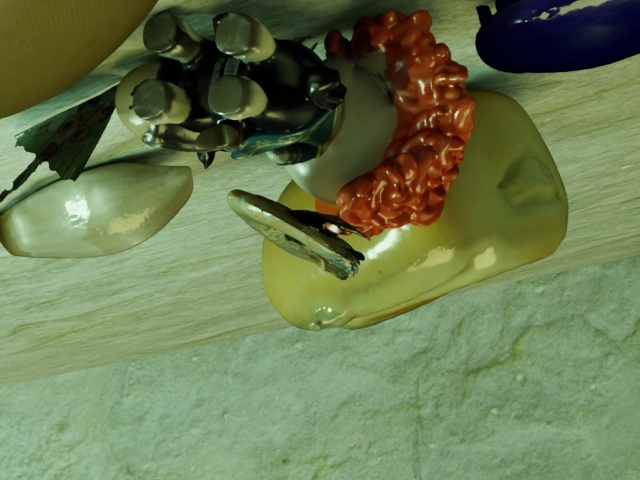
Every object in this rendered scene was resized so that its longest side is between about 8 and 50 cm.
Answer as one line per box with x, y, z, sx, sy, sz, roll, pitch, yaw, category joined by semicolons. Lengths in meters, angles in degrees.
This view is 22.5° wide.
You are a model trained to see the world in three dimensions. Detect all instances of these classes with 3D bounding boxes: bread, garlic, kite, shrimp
0.130;-0.043;2.129;0.348;0.253;0.376;-11;171;-45;bread
-0.305;-0.033;2.075;0.318;0.112;0.143;-8;177;35;garlic
-0.293;-0.084;1.688;0.250;0.012;0.229;-44;-153;-12;kite
0.000;0.000;1.659;0.152;0.046;0.219;21;172;41;shrimp

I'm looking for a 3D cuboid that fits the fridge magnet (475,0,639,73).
0.289;-0.244;1.681;0.265;0.112;0.265;-13;169;-3;fridge magnet

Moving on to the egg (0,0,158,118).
-0.195;-0.207;0.737;0.301;0.301;0.374;-12;169;-13;egg

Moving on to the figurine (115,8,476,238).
-0.016;-0.130;1.654;0.412;0.241;0.306;6;158;-29;figurine
